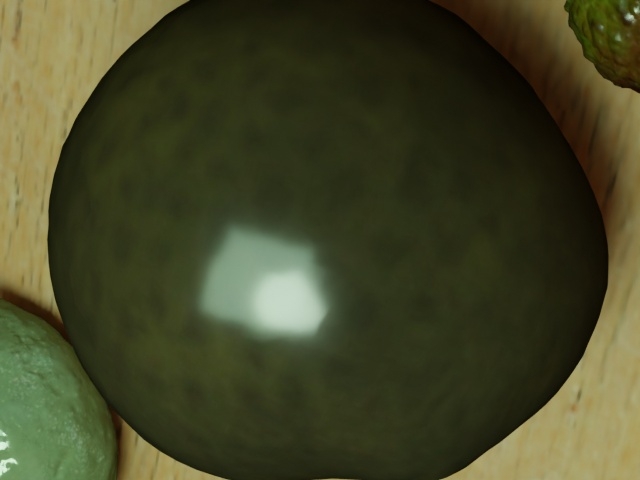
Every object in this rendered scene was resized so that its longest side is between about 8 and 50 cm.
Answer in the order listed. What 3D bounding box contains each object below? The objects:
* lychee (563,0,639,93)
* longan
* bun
[{"bbox_3d":[0.164,-0.115,0.857,0.114,0.114,0.146,-28,74,33],"label":"lychee"},{"bbox_3d":[0.000,0.000,0.908,0.258,0.258,0.258,10,114,24],"label":"longan"},{"bbox_3d":[-0.230,0.134,1.152,0.204,0.126,0.212,39,121,7],"label":"bun"}]
